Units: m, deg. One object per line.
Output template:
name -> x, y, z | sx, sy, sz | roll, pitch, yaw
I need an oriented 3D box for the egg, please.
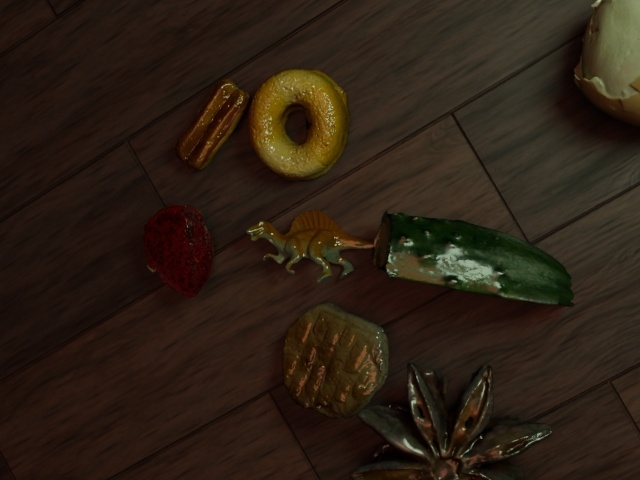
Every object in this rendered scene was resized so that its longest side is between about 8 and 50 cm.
egg -> 0.493, -0.258, 1.090 | 0.244, 0.201, 0.201 | 24, 96, -5

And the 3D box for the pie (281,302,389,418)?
pie -> 0.019, 0.198, 1.224 | 0.195, 0.046, 0.195 | -10, 71, 30

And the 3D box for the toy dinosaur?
toy dinosaur -> -0.001, 0.001, 1.256 | 0.212, 0.057, 0.142 | -23, 70, -21

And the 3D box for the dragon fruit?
dragon fruit -> -0.239, 0.006, 1.278 | 0.106, 0.083, 0.162 | 3, 111, 27

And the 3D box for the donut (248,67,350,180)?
donut -> -0.041, -0.192, 1.236 | 0.174, 0.074, 0.190 | 14, 95, 8

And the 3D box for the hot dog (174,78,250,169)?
hot dog -> -0.183, -0.191, 1.272 | 0.071, 0.045, 0.165 | 36, 97, 4

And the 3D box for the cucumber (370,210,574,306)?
cucumber -> 0.246, 0.030, 1.165 | 0.325, 0.145, 0.105 | 13, 94, -1

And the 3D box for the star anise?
star anise -> 0.205, 0.337, 1.200 | 0.331, 0.117, 0.332 | 2, 100, 11
